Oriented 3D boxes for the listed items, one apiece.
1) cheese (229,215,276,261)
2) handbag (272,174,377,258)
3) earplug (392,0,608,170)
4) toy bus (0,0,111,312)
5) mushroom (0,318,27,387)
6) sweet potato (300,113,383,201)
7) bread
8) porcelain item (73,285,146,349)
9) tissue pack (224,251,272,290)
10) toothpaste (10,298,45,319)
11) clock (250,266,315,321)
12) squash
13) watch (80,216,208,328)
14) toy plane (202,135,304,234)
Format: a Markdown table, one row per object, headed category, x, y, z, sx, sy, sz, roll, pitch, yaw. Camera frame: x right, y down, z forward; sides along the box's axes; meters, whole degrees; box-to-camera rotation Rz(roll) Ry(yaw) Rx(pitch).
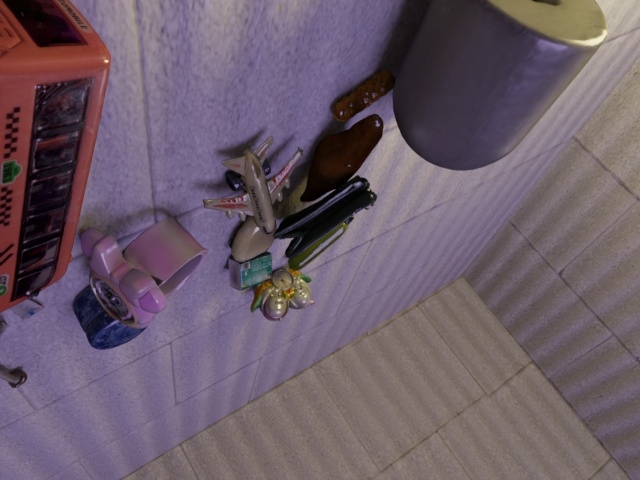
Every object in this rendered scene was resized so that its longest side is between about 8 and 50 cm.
| category | x | y | z | sx | sy | sz | roll | pitch | yaw |
| --- | --- | --- | --- | --- | --- | --- | --- | --- | --- |
| cheese | -0.149 | -0.046 | 1.404 | 0.127 | 0.054 | 0.252 | -27 | 157 | -34 |
| handbag | 0.014 | -0.068 | 1.409 | 0.260 | 0.079 | 0.247 | -32 | -172 | 8 |
| earplug | 0.319 | -0.334 | 1.152 | 0.312 | 0.313 | 0.394 | -23 | 155 | -32 |
| toy bus | -0.410 | -0.094 | 0.692 | 0.233 | 0.203 | 0.427 | -22 | 153 | -45 |
| mushroom | -0.681 | 0.247 | 1.221 | 0.068 | 0.043 | 0.306 | -44 | 165 | -35 |
| sweet potato | 0.043 | -0.191 | 1.317 | 0.112 | 0.112 | 0.359 | -17 | 162 | -41 |
| bread | 0.093 | -0.309 | 1.233 | 0.157 | 0.044 | 0.052 | -36 | 153 | -3 |
| porcelain item | -0.459 | 0.164 | 1.276 | 0.147 | 0.114 | 0.147 | -30 | 159 | -13 |
| tissue pack | -0.198 | 0.076 | 1.561 | 0.111 | 0.079 | 0.085 | -19 | 118 | -42 |
| toothpaste | -0.585 | 0.112 | 1.091 | 0.048 | 0.031 | 0.190 | -34 | 163 | -15 |
| clock | -0.118 | 0.171 | 1.786 | 0.230 | 0.144 | 0.103 | -24 | 154 | -28 |
| squash | 0.000 | 0.000 | 1.714 | 0.252 | 0.066 | 0.066 | -39 | 159 | 9 |
| watch | -0.342 | 0.041 | 1.149 | 0.217 | 0.211 | 0.248 | -43 | 175 | -37 |
| toy plane | -0.136 | -0.104 | 1.224 | 0.241 | 0.104 | 0.256 | -32 | 155 | -19 |
